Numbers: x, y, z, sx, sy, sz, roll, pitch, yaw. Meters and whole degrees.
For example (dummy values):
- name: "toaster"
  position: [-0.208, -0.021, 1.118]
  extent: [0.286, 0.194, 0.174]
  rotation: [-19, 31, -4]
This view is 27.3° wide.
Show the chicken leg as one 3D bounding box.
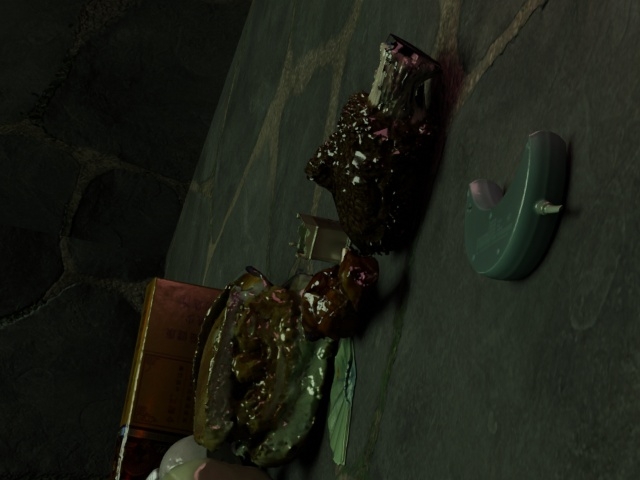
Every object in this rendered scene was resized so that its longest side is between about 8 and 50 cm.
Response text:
- name: "chicken leg"
  position: [0.034, 0.080, 1.874]
  extent: [0.304, 0.093, 0.113]
  rotation: [136, 131, -75]

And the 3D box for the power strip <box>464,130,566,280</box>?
- name: "power strip"
  position: [0.203, -0.029, 1.365]
  extent: [0.216, 0.044, 0.137]
  rotation: [140, 140, -71]

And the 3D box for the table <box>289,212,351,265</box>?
- name: "table"
  position: [0.000, 0.000, 2.134]
  extent: [0.079, 0.083, 0.062]
  rotation: [-125, 48, -72]

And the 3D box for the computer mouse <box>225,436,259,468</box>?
- name: "computer mouse"
  position: [-0.169, 0.481, 2.352]
  extent: [0.088, 0.147, 0.264]
  rotation: [-5, 71, 56]

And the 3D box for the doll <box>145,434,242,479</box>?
- name: "doll"
  position: [-0.261, 0.443, 2.263]
  extent: [0.287, 0.151, 0.151]
  rotation: [-37, 34, 28]

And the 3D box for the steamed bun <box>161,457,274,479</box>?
- name: "steamed bun"
  position: [-0.167, 0.498, 2.078]
  extent: [0.320, 0.275, 0.206]
  rotation: [59, -165, -52]

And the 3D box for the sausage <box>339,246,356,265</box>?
- name: "sausage"
  position: [0.035, 0.068, 2.055]
  extent: [0.026, 0.026, 0.116]
  rotation: [171, 110, -77]

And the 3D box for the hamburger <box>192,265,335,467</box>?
- name: "hamburger"
  position: [-0.103, 0.205, 2.160]
  extent: [0.277, 0.195, 0.318]
  rotation: [147, 136, -76]

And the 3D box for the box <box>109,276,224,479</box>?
- name: "box"
  position: [-0.237, 0.298, 2.503]
  extent: [0.116, 0.264, 0.415]
  rotation: [147, 132, -70]

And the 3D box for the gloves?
- name: "gloves"
  position: [0.077, -0.125, 1.796]
  extent: [0.210, 0.135, 0.312]
  rotation: [-143, 61, -66]

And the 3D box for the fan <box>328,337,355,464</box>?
- name: "fan"
  position: [0.031, 0.234, 1.969]
  extent: [0.131, 0.009, 0.240]
  rotation: [115, 161, -54]
